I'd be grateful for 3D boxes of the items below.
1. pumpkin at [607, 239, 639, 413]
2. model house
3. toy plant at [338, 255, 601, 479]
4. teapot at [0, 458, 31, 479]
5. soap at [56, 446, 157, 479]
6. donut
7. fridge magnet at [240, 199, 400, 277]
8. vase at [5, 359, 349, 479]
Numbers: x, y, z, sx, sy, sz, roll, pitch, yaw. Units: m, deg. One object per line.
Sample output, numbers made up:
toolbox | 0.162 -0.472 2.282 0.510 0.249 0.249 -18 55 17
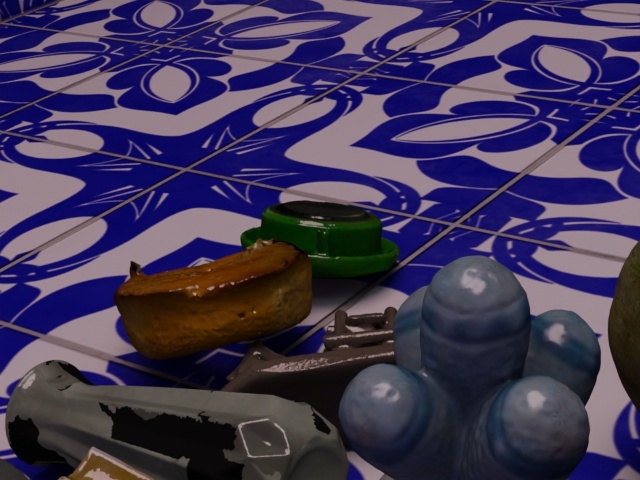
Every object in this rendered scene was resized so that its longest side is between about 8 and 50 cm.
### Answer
pumpkin | 0.421 0.084 1.278 0.332 0.332 0.199 -16 19 -20
model house | 0.010 0.139 1.455 0.229 0.122 0.188 -10 20 5
toy plant | 0.128 0.162 1.137 0.247 0.332 0.247 -3 26 1
teapot | -0.305 0.270 1.237 0.239 0.162 0.149 25 24 21
soap | -0.116 0.282 1.108 0.232 0.140 0.073 27 37 14
donut | -0.122 0.062 1.580 0.253 0.118 0.253 -12 0 0
fridge magnet | 0.000 0.000 1.768 0.208 0.088 0.208 4 11 -1
vase | -0.148 0.203 1.327 0.360 0.165 0.165 10 29 37
